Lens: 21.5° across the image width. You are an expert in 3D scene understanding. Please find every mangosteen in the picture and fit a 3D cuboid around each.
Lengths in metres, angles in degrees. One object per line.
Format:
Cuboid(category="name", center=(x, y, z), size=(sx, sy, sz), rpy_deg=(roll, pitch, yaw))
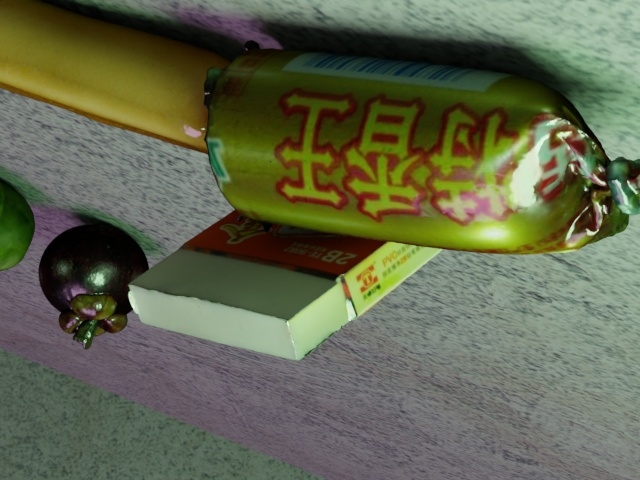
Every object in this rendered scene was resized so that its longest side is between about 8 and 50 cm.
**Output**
Cuboid(category="mangosteen", center=(-0.248, 0.051, 1.847), size=(0.140, 0.140, 0.140), rpy_deg=(22, 165, 6))

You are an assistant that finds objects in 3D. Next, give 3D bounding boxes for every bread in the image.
Cuboid(category="bread", center=(-0.158, -0.124, 1.230), size=(0.239, 0.074, 0.092), rpy_deg=(19, 180, 22))

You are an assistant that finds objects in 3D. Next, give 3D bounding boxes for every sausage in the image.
Cuboid(category="sausage", center=(0.074, -0.047, 1.053), size=(0.317, 0.117, 0.125), rpy_deg=(11, 125, 38))

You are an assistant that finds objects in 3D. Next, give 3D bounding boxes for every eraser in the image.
Cuboid(category="eraser", center=(0.000, 0.000, 1.173), size=(0.157, 0.230, 0.038), rpy_deg=(10, 125, 42))

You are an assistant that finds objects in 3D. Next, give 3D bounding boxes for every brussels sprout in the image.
Cuboid(category="brussels sprout", center=(-0.389, -0.021, 1.848), size=(0.155, 0.117, 0.155), rpy_deg=(13, 160, 5))
